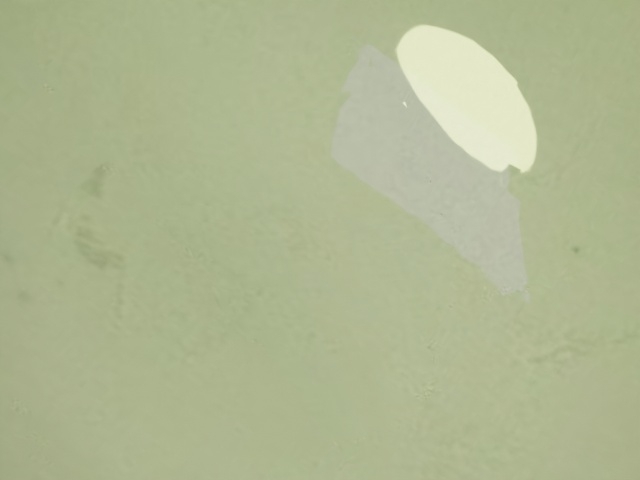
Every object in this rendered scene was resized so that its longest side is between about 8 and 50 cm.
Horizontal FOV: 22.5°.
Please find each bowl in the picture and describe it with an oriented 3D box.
[{"bbox_3d":[0.000,0.000,0.380,0.345,0.157,0.345,16,54,-23],"label":"bowl"}]
